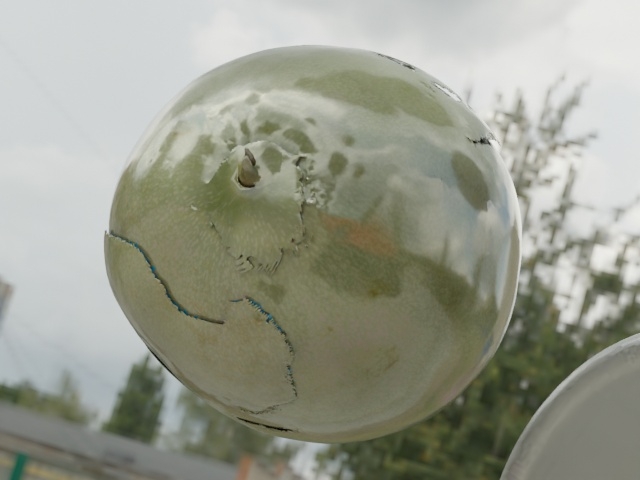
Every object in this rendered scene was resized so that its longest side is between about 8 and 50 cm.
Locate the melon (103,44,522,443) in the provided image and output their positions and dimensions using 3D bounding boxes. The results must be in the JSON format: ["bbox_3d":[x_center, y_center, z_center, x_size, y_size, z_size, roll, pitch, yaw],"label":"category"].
[{"bbox_3d":[0.000,0.000,1.146,0.268,0.269,0.330,11,-9,23],"label":"melon"}]

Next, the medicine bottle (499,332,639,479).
[{"bbox_3d":[0.237,0.145,0.702,0.208,0.208,0.339,3,-10,45],"label":"medicine bottle"}]
